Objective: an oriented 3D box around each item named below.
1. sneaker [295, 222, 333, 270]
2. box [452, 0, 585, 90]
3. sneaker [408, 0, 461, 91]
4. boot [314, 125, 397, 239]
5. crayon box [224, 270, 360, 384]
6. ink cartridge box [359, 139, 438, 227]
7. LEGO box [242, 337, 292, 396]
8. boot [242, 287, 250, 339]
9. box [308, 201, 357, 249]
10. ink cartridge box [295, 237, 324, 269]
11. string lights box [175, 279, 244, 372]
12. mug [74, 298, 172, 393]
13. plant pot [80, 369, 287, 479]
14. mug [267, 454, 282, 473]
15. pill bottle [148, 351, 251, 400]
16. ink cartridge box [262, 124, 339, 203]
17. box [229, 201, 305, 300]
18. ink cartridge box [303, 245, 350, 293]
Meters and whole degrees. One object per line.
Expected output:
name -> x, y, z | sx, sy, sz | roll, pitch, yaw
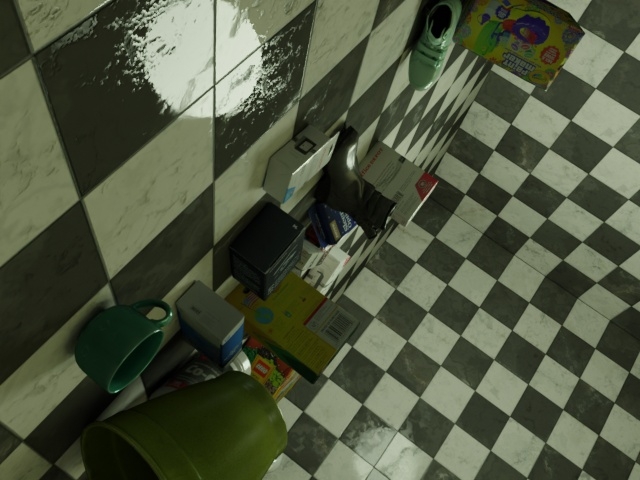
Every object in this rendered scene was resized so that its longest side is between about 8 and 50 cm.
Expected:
sneaker -> 0.000, 0.000, 2.056 | 0.276, 0.098, 0.135 | -44, 166, -36
box -> 0.530, -0.589, 1.783 | 0.177, 0.290, 0.279 | -61, -174, 32
sneaker -> 0.278, -0.500, 1.669 | 0.151, 0.094, 0.255 | -48, 160, -60
boot -> 0.115, -0.149, 1.724 | 0.118, 0.223, 0.338 | -50, 169, -21
crayon box -> -0.080, 0.206, 1.739 | 0.202, 0.319, 0.081 | -47, 168, -32
ink cartridge box -> 0.234, -0.185, 2.121 | 0.172, 0.237, 0.100 | -53, 173, -7
LEGO box -> -0.178, 0.485, 2.574 | 0.372, 0.193, 0.500 | -57, 169, 19
boot -> -0.209, 0.203, 1.892 | 0.189, 0.076, 0.208 | -44, 159, -53
box -> 0.051, -0.079, 1.968 | 0.037, 0.136, 0.225 | -6, -157, 37
ink cartridge box -> -0.065, 0.029, 1.833 | 0.061, 0.104, 0.181 | -56, 169, 7
string lights box -> -0.250, 0.202, 1.477 | 0.076, 0.133, 0.259 | -49, 169, -25
mug -> -0.333, 0.166, 1.080 | 0.129, 0.097, 0.158 | -60, 169, 30
plant pot -> -0.270, 0.474, 1.440 | 0.353, 0.366, 0.366 | -28, 154, -43
mug -> -0.311, 0.693, 2.175 | 0.328, 0.374, 0.276 | -6, 108, -82
pill bottle -> -0.317, 0.400, 1.752 | 0.161, 0.161, 0.283 | -60, 169, 31
ink cartridge box -> -0.041, -0.173, 1.392 | 0.180, 0.060, 0.104 | -46, 167, -36
box -> -0.126, 0.030, 1.546 | 0.153, 0.108, 0.207 | -50, 169, -23
ink cartridge box -> 0.009, 0.136, 2.572 | 0.218, 0.092, 0.158 | -55, 170, 15
